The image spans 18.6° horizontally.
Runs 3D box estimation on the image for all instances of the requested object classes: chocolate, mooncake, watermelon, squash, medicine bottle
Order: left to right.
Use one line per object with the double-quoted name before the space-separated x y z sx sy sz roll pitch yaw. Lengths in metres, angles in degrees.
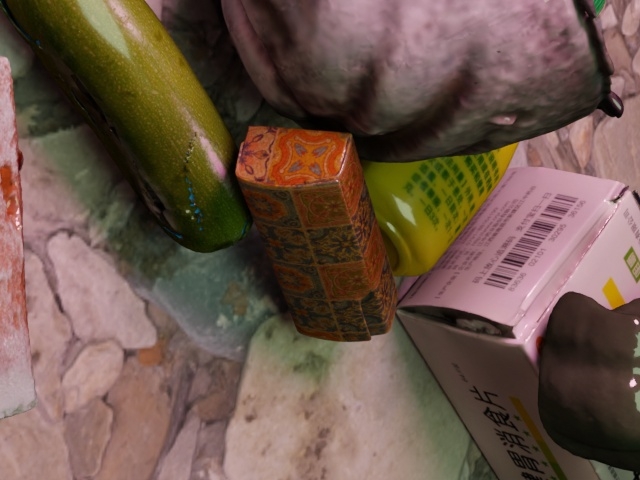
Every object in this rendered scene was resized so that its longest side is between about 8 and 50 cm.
"watermelon" -0.224 0.003 1.237 0.154 0.094 0.241 0 96 -51
"squash" -0.134 -0.114 1.290 0.087 0.087 0.331 -50 126 -24
"chocolate" 0.041 -0.169 1.337 0.213 0.303 0.303 -30 123 0
"medicine bottle" 0.130 -0.106 1.544 0.309 0.076 0.111 -50 134 -24
"mooncake" 0.247 0.094 1.482 0.175 0.104 0.168 -43 120 -32

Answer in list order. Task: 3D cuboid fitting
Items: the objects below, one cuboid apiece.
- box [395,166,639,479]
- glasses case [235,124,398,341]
"box" 0.218 0.109 1.623 0.173 0.145 0.333 -52 129 -25
"glasses case" 0.000 0.000 1.382 0.218 0.075 0.049 71 29 -57
